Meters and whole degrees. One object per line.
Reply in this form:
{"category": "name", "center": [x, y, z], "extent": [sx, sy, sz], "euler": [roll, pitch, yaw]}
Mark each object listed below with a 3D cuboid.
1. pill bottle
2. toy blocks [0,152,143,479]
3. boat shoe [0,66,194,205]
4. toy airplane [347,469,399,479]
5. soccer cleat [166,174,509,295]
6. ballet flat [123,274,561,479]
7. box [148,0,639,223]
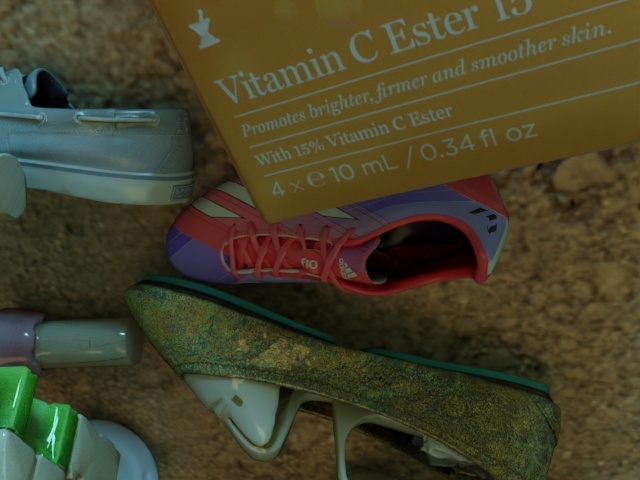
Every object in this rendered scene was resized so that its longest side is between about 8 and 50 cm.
{"category": "pill bottle", "center": [-0.250, 0.260, 0.734], "extent": [0.112, 0.112, 0.187], "euler": [41, 122, -14]}
{"category": "toy blocks", "center": [-0.302, 0.132, 0.499], "extent": [0.260, 0.308, 0.288], "euler": [-3, 147, 7]}
{"category": "boat shoe", "center": [-0.193, -0.079, 0.532], "extent": [0.228, 0.079, 0.081], "euler": [9, 100, 9]}
{"category": "toy airplane", "center": [0.068, 0.339, 0.656], "extent": [0.386, 0.272, 0.384], "euler": [11, 147, -39]}
{"category": "soccer cleat", "center": [0.000, 0.000, 0.517], "extent": [0.248, 0.095, 0.083], "euler": [-6, 121, 16]}
{"category": "ballet flat", "center": [0.005, 0.122, 0.572], "extent": [0.349, 0.123, 0.123], "euler": [16, 125, 1]}
{"category": "box", "center": [0.021, -0.207, 0.321], "extent": [0.215, 0.168, 0.345], "euler": [-12, 119, 28]}
